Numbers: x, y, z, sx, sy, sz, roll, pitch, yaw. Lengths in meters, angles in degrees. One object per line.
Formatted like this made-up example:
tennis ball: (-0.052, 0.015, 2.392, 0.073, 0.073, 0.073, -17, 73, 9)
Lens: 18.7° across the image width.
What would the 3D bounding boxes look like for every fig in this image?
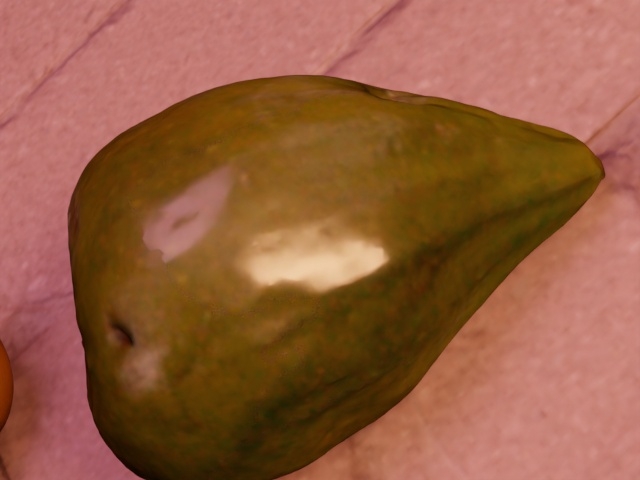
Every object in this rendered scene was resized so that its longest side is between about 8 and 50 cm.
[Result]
fig: (-0.014, 0.002, 0.829, 0.233, 0.167, 0.167, -38, 43, 23)

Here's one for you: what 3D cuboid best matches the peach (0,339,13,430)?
peach: (-0.227, 0.080, 0.970, 0.138, 0.138, 0.138, -21, 49, 27)
